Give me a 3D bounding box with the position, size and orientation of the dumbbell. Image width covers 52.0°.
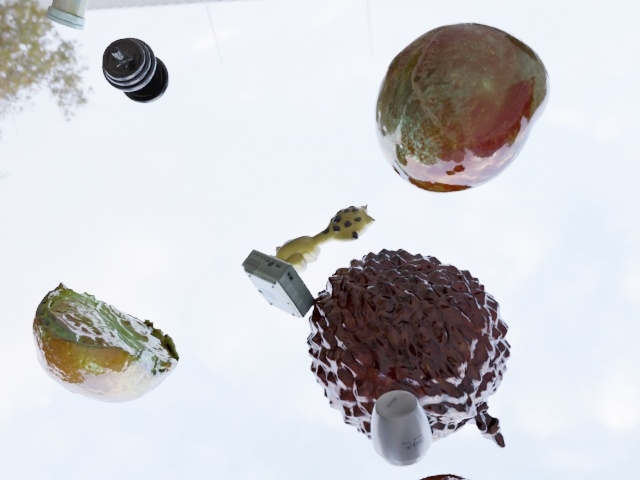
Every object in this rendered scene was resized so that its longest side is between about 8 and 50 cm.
[{"bbox_3d":[-0.337,-0.310,1.203,0.099,0.208,0.099,0,-95,4],"label":"dumbbell"}]

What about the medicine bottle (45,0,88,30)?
[{"bbox_3d":[-0.466,-0.523,1.267,0.074,0.218,0.074,20,-166,-5],"label":"medicine bottle"}]

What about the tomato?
[{"bbox_3d":[0.198,-0.207,0.996,0.223,0.270,0.270,39,-122,-9],"label":"tomato"}]

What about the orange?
[{"bbox_3d":[-0.450,0.230,1.370,0.263,0.334,0.196,20,-102,12],"label":"orange"}]

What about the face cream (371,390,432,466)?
[{"bbox_3d":[0.120,0.283,0.988,0.091,0.095,0.091,-9,-155,4],"label":"face cream"}]

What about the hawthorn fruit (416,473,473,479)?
[{"bbox_3d":[0.160,0.396,0.915,0.163,0.162,0.203,-43,-165,-25],"label":"hawthorn fruit"}]

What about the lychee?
[{"bbox_3d":[0.202,0.240,1.386,0.500,0.424,0.424,39,-117,12],"label":"lychee"}]

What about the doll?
[{"bbox_3d":[0.001,0.000,1.638,0.291,0.086,0.117,-30,-143,7],"label":"doll"}]

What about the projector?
[{"bbox_3d":[-0.091,0.094,1.388,0.115,0.147,0.061,23,-115,37],"label":"projector"}]
